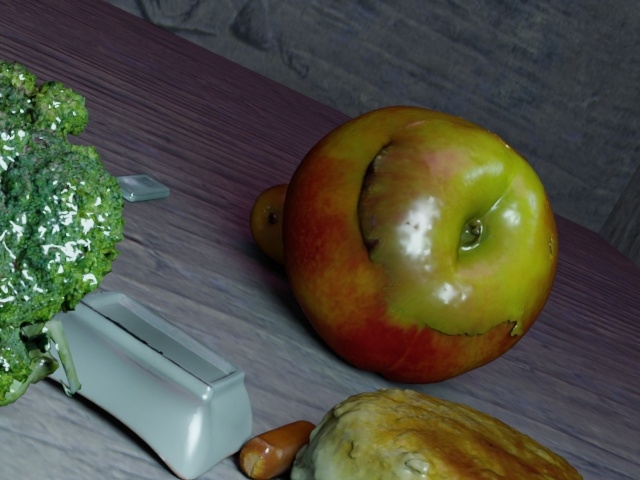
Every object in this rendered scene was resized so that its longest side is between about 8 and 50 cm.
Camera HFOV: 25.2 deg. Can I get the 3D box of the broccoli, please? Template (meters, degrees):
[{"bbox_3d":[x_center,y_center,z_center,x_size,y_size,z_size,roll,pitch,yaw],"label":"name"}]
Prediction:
[{"bbox_3d":[-0.274,0.024,1.027,0.304,0.321,0.283,50,-8,33],"label":"broccoli"}]

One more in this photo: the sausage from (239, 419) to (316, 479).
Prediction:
[{"bbox_3d":[-0.036,0.195,1.333,0.041,0.039,0.131,36,13,18],"label":"sausage"}]

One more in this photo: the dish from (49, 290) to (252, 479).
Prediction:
[{"bbox_3d":[-0.157,0.116,1.294,0.212,0.077,0.151,32,13,13],"label":"dish"}]

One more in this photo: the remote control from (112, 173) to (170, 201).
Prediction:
[{"bbox_3d":[-0.249,-0.073,1.959,0.053,0.018,0.124,33,14,12],"label":"remote control"}]

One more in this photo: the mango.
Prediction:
[{"bbox_3d":[0.000,0.000,2.002,0.219,0.112,0.145,28,10,-26],"label":"mango"}]

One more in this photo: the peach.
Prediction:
[{"bbox_3d":[0.113,0.009,1.770,0.370,0.370,0.370,28,13,-7],"label":"peach"}]

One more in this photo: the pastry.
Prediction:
[{"bbox_3d":[0.124,0.240,1.285,0.330,0.136,0.329,27,14,-7],"label":"pastry"}]
